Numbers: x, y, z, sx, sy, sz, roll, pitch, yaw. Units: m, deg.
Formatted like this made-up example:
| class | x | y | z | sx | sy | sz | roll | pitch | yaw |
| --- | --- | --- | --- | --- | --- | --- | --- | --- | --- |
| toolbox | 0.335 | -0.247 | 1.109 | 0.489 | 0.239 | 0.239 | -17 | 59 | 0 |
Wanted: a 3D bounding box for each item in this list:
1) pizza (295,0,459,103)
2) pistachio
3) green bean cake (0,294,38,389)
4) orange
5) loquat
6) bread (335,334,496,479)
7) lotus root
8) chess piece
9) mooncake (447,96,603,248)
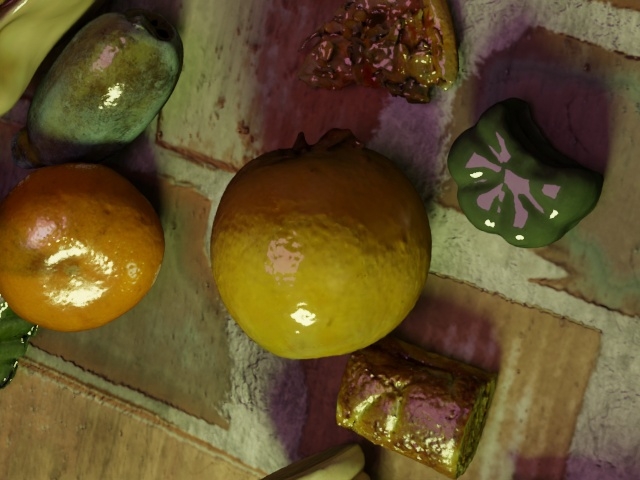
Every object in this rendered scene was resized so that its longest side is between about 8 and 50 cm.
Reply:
| class | x | y | z | sx | sy | sz | roll | pitch | yaw |
| --- | --- | --- | --- | --- | --- | --- | --- | --- | --- |
| pizza | 0.065 | -0.245 | 1.690 | 0.226 | 0.069 | 0.147 | 10 | 102 | 27 |
| pistachio | -0.404 | -0.351 | 1.796 | 0.281 | 0.365 | 0.446 | 26 | 91 | -17 |
| green bean cake | -0.525 | 0.073 | 2.011 | 0.255 | 0.132 | 0.241 | 33 | 106 | 22 |
| orange | -0.326 | 0.006 | 1.851 | 0.240 | 0.240 | 0.171 | -53 | 30 | 22 |
| loquat | 0.000 | 0.000 | 1.643 | 0.274 | 0.275 | 0.275 | 3 | 96 | 28 |
| bread | 0.112 | 0.198 | 1.686 | 0.172 | 0.103 | 0.132 | 20 | 108 | 23 |
| lotus root | -0.301 | -0.176 | 1.849 | 0.140 | 0.158 | 0.322 | 49 | 123 | 4 |
| chess piece | 0.034 | 0.417 | 1.736 | 0.167 | 0.167 | 0.300 | -25 | 90 | 28 |
| mooncake | 0.234 | -0.077 | 1.596 | 0.175 | 0.104 | 0.168 | 12 | 95 | 24 |
